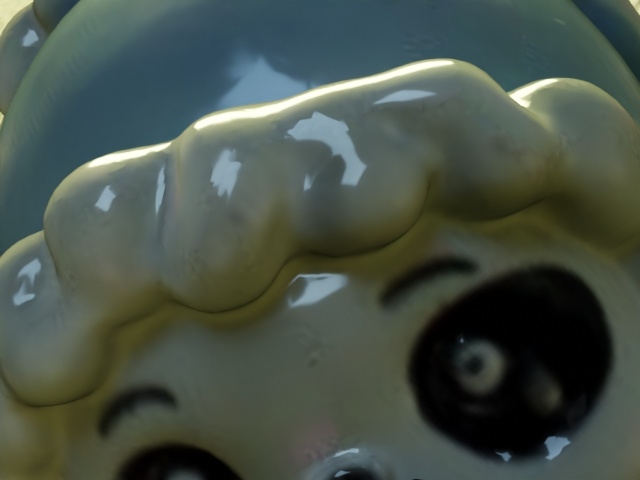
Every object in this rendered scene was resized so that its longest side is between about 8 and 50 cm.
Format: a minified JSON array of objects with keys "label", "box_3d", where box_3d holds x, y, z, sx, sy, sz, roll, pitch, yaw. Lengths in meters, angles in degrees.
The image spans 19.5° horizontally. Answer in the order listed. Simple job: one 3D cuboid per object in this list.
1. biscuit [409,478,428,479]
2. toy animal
[{"label":"biscuit","box_3d":[-0.009,0.142,0.369,0.183,0.061,0.118,-33,55,1]},{"label":"toy animal","box_3d":[0.000,0.000,0.466,0.208,0.156,0.204,-23,33,11]}]
